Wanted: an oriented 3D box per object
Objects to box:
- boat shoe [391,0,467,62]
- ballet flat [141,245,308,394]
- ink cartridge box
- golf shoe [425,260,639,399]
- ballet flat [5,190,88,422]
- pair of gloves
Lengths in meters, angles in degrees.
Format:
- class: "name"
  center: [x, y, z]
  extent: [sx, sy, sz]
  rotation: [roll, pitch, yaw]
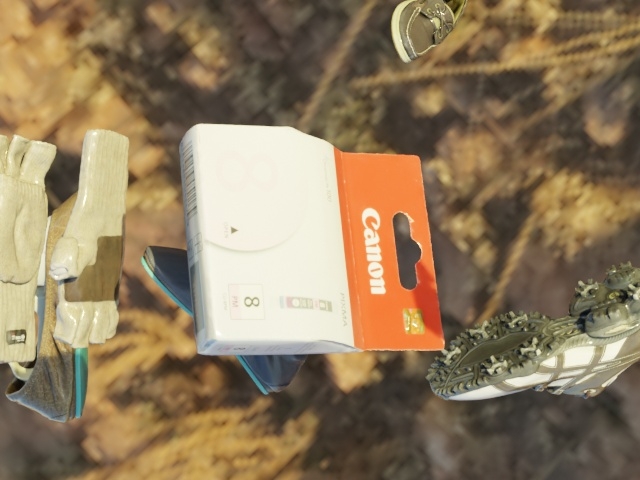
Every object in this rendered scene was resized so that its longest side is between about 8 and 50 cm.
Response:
- class: "boat shoe"
  center: [0.114, -0.230, 1.977]
  extent: [0.049, 0.152, 0.056]
  rotation: [-13, 115, 26]
- class: "ballet flat"
  center: [-0.079, 0.059, 1.753]
  extent: [0.074, 0.074, 0.203]
  rotation: [0, 140, 49]
- class: "ink cartridge box"
  center: [0.000, 0.000, 1.629]
  extent: [0.066, 0.232, 0.189]
  rotation: [137, 130, -64]
- class: "golf shoe"
  center: [0.185, 0.097, 1.512]
  extent: [0.077, 0.198, 0.094]
  rotation: [-107, -5, -56]
- class: "ballet flat"
  center: [-0.331, 0.070, 2.331]
  extent: [0.124, 0.116, 0.342]
  rotation: [9, 120, -4]
- class: "pair of gloves"
  center: [-0.242, 0.002, 1.720]
  extent: [0.042, 0.240, 0.204]
  rotation: [5, 96, 24]
